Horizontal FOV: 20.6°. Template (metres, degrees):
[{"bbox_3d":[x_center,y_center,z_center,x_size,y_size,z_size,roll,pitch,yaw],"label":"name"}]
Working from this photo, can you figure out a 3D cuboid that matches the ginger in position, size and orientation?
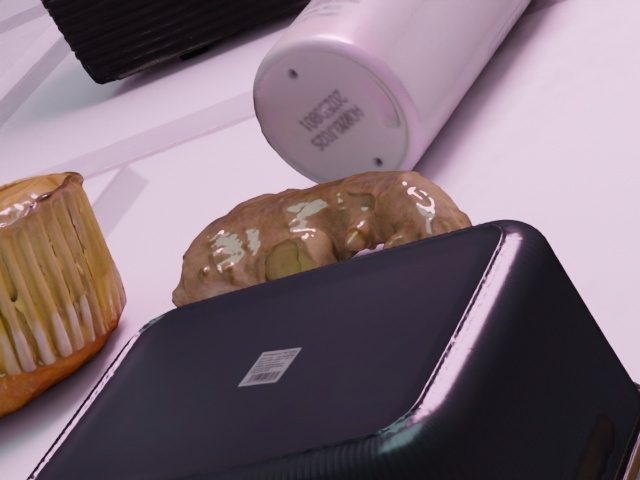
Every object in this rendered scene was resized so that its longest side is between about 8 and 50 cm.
[{"bbox_3d":[0.002,-0.002,0.837,0.173,0.051,0.069,-16,30,39],"label":"ginger"}]

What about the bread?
[{"bbox_3d":[-0.198,0.041,0.932,0.191,0.114,0.132,-15,15,16],"label":"bread"}]

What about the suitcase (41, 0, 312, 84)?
[{"bbox_3d":[-0.074,-0.272,1.281,0.335,0.229,0.152,-18,25,30],"label":"suitcase"}]

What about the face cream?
[{"bbox_3d":[0.078,-0.162,1.013,0.102,0.102,0.345,-14,28,37],"label":"face cream"}]

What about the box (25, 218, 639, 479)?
[{"bbox_3d":[0.000,0.077,0.613,0.201,0.090,0.144,-15,28,36],"label":"box"}]
